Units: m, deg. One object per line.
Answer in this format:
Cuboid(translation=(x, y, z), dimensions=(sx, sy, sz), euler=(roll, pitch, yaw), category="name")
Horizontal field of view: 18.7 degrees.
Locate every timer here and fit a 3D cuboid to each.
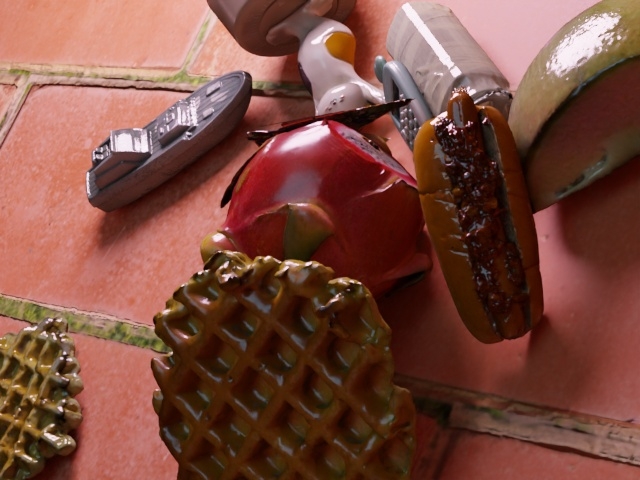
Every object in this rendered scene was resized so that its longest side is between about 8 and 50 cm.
Cuboid(translation=(-0.003, -0.215, 2.189), dimensions=(0.175, 0.175, 0.266), euler=(-37, 59, 18), category="timer")

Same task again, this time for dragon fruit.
Cuboid(translation=(0.001, -0.006, 1.952), dimensions=(0.227, 0.224, 0.224), euler=(-50, 38, 18), category="dragon fruit")

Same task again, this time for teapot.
Cuboid(translation=(0.133, -0.159, 2.041), dimensions=(0.107, 0.077, 0.200), euler=(-67, 31, 27), category="teapot")

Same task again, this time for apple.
Cuboid(translation=(0.276, -0.168, 1.871), dimensions=(0.265, 0.120, 0.193), euler=(-31, 37, 21), category="apple")

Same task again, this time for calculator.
Cuboid(translation=(0.093, -0.135, 2.042), dimensions=(0.021, 0.095, 0.153), euler=(-19, 57, -10), category="calculator")

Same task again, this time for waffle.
Cuboid(translation=(-0.354, 0.196, 2.270), dimensions=(0.204, 0.054, 0.223), euler=(-34, 44, 22), category="waffle")
Cuboid(translation=(-0.046, 0.154, 1.851), dimensions=(0.325, 0.068, 0.302), euler=(-4, 102, 37), category="waffle")

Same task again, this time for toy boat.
Cuboid(translation=(-0.182, -0.126, 2.319), dimensions=(0.260, 0.085, 0.078), euler=(-33, 42, 23), category="toy boat")

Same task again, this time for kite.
Cuboid(translation=(0.005, -0.109, 2.030), dimensions=(0.241, 0.183, 0.014), euler=(-25, 70, 47), category="kite")

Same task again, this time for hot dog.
Cuboid(translation=(0.148, -0.026, 1.836), dimensions=(0.102, 0.076, 0.249), euler=(-13, 81, 13), category="hot dog")
